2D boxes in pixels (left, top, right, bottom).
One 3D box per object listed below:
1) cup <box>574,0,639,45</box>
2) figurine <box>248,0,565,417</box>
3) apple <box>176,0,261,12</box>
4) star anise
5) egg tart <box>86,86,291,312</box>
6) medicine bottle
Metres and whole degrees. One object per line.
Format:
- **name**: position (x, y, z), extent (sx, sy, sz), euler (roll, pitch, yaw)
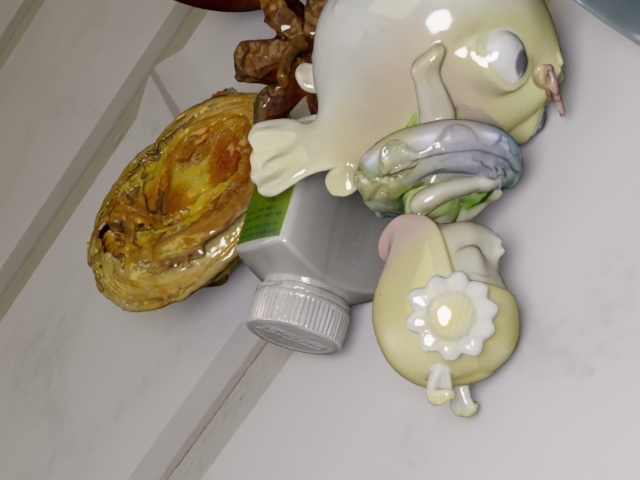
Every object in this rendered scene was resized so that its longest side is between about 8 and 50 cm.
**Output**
- **cup**: position (0.308, -0.269, 0.950), extent (0.312, 0.205, 0.205), euler (-57, 30, 5)
- **figurine**: position (0.072, -0.048, 1.139), extent (0.274, 0.226, 0.394), euler (-12, 67, 18)
- **apple**: position (-0.119, -0.412, 1.653), extent (0.288, 0.288, 0.317), euler (-63, 20, -3)
- **star anise**: position (-0.004, -0.191, 1.403), extent (0.196, 0.111, 0.212), euler (-41, 48, -9)
- **egg tart**: position (-0.124, -0.034, 1.505), extent (0.297, 0.132, 0.297), euler (-28, 38, 24)
- **medicine bottle**: position (0.000, 0.000, 1.264), extent (0.088, 0.132, 0.188), euler (-12, 57, 53)
